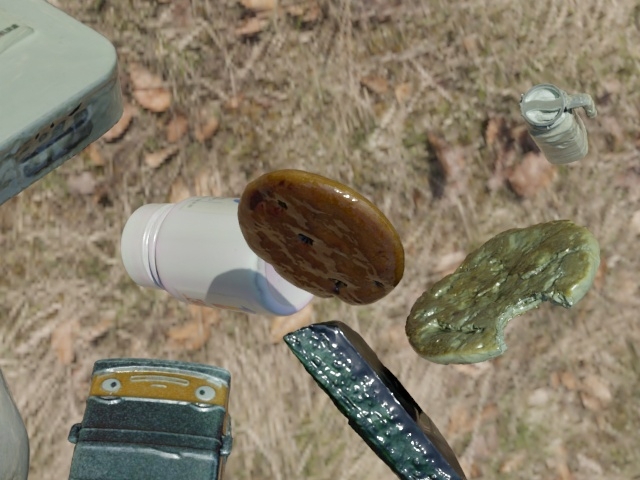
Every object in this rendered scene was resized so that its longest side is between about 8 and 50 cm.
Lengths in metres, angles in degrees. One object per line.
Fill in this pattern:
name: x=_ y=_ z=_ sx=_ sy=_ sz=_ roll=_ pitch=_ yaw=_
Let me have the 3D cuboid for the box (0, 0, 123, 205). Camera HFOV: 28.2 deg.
box: x=-0.466 y=-0.157 z=1.335 sx=0.396 sy=0.397 sz=0.111 roll=-40 pitch=151 yaw=-34

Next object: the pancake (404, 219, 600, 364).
pancake: x=0.205 y=0.057 z=1.446 sx=0.254 sy=0.253 sz=0.037 roll=-28 pitch=109 yaw=16

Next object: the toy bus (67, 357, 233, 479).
toy bus: x=-0.153 y=0.252 z=1.163 sx=0.139 sy=0.167 sz=0.275 roll=5 pitch=128 yaw=-1

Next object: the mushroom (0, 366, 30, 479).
mushroom: x=-0.247 y=0.189 z=0.919 sx=0.093 sy=0.116 sz=0.225 roll=-3 pitch=108 yaw=32

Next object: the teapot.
teapot: x=0.375 y=-0.181 z=1.957 sx=0.107 sy=0.077 sz=0.200 roll=-9 pitch=165 yaw=19

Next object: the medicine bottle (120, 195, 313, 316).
medicine bottle: x=-0.151 y=0.019 z=1.900 sx=0.293 sy=0.170 sz=0.170 roll=4 pitch=147 yaw=37

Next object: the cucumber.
cucumber: x=0.059 y=0.148 z=1.088 sx=0.046 sy=0.070 sz=0.220 roll=-38 pitch=91 yaw=19

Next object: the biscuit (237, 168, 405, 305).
biscuit: x=0.000 y=0.000 z=1.425 sx=0.212 sy=0.036 sz=0.212 roll=20 pitch=147 yaw=14
